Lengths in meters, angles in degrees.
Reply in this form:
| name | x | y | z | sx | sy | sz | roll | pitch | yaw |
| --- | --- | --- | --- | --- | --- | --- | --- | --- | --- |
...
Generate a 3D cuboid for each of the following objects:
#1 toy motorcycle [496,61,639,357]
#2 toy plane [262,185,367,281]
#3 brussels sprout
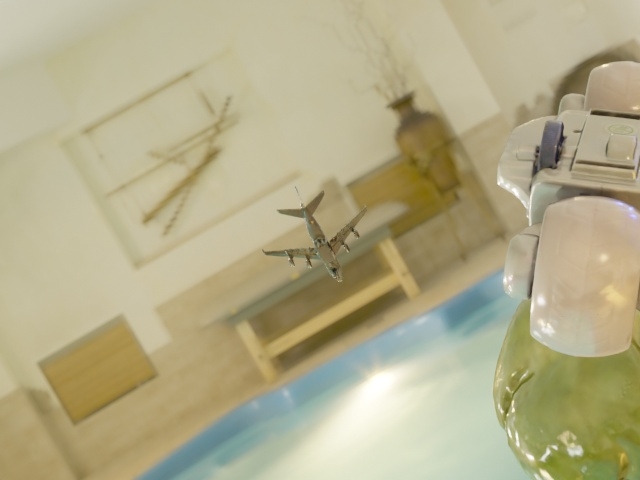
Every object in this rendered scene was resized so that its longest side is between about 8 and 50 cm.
| name | x | y | z | sx | sy | sz | roll | pitch | yaw |
| --- | --- | --- | --- | --- | --- | --- | --- | --- | --- |
| toy motorcycle | 0.144 | -0.012 | 0.671 | 0.112 | 0.112 | 0.254 | -27 | 15 | 28 |
| toy plane | 0.000 | 0.001 | 0.911 | 0.078 | 0.084 | 0.024 | -23 | 32 | 4 |
| brussels sprout | 0.310 | 0.130 | 1.282 | 0.317 | 0.242 | 0.274 | -36 | 10 | -19 |
